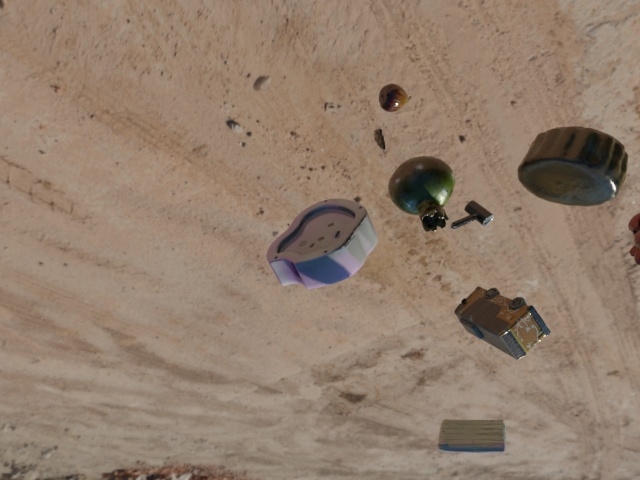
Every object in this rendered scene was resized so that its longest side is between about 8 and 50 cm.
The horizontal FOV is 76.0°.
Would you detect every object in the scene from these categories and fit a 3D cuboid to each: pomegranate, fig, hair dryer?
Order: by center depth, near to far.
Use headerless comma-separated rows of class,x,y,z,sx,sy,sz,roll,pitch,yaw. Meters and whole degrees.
hair dryer,0.253,-0.038,0.707,0.083,0.047,0.026,-24,141,-25
fig,0.248,-0.449,1.299,0.125,0.088,0.088,-3,137,-25
pomegranate,0.399,-0.180,1.510,0.243,0.306,0.242,-20,135,-21

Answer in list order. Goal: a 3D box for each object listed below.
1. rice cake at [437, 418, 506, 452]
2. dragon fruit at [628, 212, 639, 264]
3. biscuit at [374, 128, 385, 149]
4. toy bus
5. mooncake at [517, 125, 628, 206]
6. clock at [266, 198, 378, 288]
rice cake,0.464,0.599,1.260,0.198,0.037,0.189,-13,177,22
dragon fruit,0.576,0.006,0.550,0.219,0.272,0.198,-16,130,-4
biscuit,0.239,-0.405,1.653,0.016,0.092,0.082,-16,169,-13
toy bus,0.707,0.317,1.634,0.194,0.323,0.162,-42,106,-7
mooncake,0.796,-0.235,1.292,0.290,0.290,0.161,36,77,-36
clock,0.000,0.000,1.254,0.339,0.338,0.102,-20,121,12
